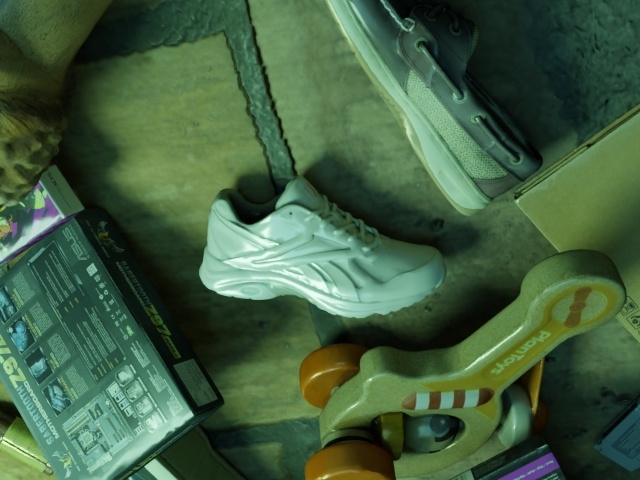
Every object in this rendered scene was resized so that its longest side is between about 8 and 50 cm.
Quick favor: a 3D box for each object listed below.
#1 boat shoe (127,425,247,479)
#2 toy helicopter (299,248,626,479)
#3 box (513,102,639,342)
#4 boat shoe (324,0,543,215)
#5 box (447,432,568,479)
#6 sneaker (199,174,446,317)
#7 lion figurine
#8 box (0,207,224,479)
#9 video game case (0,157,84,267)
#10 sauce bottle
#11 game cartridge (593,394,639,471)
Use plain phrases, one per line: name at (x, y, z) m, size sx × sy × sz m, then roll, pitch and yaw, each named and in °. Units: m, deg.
boat shoe at (-0.134, 0.316, 1.040) m, size 0.113 × 0.127 × 0.340 m, roll -31°, pitch 106°, yaw 24°
toy helicopter at (0.150, 0.131, 0.882) m, size 0.235 × 0.140 × 0.355 m, roll 20°, pitch 133°, yaw -26°
box at (0.298, -0.014, 0.852) m, size 0.164 × 0.021 × 0.201 m, roll -38°, pitch 105°, yaw 24°
boat shoe at (0.086, -0.150, 0.780) m, size 0.092 × 0.103 × 0.285 m, roll -28°, pitch 112°, yaw 16°
box at (0.192, 0.272, 0.899) m, size 0.116 × 0.029 × 0.162 m, roll -29°, pitch 105°, yaw 5°
sneaker at (0.000, 0.000, 0.877) m, size 0.232 × 0.090 × 0.115 m, roll 4°, pitch 114°, yaw 7°
lion figurine at (-0.214, -0.203, 0.746) m, size 0.392 × 0.240 × 0.142 m, roll -48°, pitch 59°, yaw -1°
box at (-0.225, 0.114, 0.939) m, size 0.183 × 0.059 × 0.232 m, roll -40°, pitch 77°, yaw 23°
video game case at (-0.367, -0.058, 0.912) m, size 0.232 × 0.042 × 0.210 m, roll -30°, pitch 94°, yaw 23°
sauce bottle at (-0.346, 0.215, 1.074) m, size 0.128 × 0.042 × 0.042 m, roll 34°, pitch 117°, yaw -6°
game cartridge at (0.319, 0.191, 0.957) m, size 0.056 × 0.017 × 0.083 m, roll 34°, pitch 118°, yaw -4°
